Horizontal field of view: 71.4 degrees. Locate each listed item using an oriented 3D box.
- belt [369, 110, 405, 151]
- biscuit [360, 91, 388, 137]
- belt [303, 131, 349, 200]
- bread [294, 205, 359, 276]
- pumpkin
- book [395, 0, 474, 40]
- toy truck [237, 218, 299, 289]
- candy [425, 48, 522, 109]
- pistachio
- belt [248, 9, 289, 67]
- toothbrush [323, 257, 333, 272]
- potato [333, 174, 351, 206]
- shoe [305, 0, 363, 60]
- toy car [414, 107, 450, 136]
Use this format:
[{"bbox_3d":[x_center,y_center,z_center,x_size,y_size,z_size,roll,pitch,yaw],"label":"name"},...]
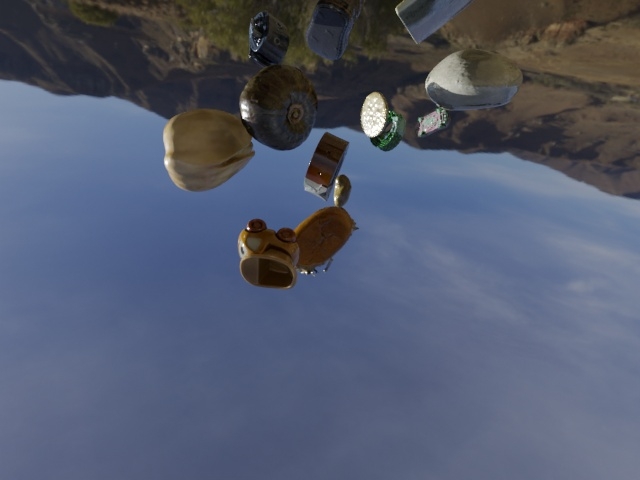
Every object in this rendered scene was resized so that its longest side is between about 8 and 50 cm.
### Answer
[{"bbox_3d":[0.260,-0.409,1.673,0.079,0.151,0.121,9,-151,-46],"label":"belt"},{"bbox_3d":[0.175,-0.414,1.466,0.020,0.152,0.152,-6,-153,-28],"label":"biscuit"},{"bbox_3d":[0.025,-0.308,1.887,0.122,0.338,0.217,26,-115,1],"label":"belt"},{"bbox_3d":[-0.010,-0.008,2.219,0.236,0.388,0.183,43,173,4],"label":"bread"},{"bbox_3d":[-0.113,-0.350,1.158,0.219,0.218,0.162,-6,-149,-41],"label":"pumpkin"},{"bbox_3d":[0.347,-0.662,1.207,0.032,0.269,0.389,58,-156,-1],"label":"book"},{"bbox_3d":[-0.211,0.060,1.821,0.288,0.204,0.211,14,-135,5],"label":"toy truck"},{"bbox_3d":[0.484,-0.513,1.418,0.296,0.185,0.295,-4,-165,1],"label":"candy"},{"bbox_3d":[-0.323,-0.267,1.288,0.238,0.229,0.321,16,-148,18],"label":"pistachio"},{"bbox_3d":[-0.192,-0.713,1.547,0.129,0.122,0.218,25,-139,-35],"label":"belt"},{"bbox_3d":[0.031,0.098,1.745,0.014,0.017,0.194,37,162,5],"label":"toothbrush"},{"bbox_3d":[0.061,-0.136,1.213,0.047,0.092,0.045,7,-169,11],"label":"potato"},{"bbox_3d":[0.062,-0.864,1.683,0.171,0.237,0.384,23,174,-3],"label":"shoe"},{"bbox_3d":[0.392,-0.408,1.554,0.055,0.069,0.142,3,169,-36],"label":"toy car"}]
